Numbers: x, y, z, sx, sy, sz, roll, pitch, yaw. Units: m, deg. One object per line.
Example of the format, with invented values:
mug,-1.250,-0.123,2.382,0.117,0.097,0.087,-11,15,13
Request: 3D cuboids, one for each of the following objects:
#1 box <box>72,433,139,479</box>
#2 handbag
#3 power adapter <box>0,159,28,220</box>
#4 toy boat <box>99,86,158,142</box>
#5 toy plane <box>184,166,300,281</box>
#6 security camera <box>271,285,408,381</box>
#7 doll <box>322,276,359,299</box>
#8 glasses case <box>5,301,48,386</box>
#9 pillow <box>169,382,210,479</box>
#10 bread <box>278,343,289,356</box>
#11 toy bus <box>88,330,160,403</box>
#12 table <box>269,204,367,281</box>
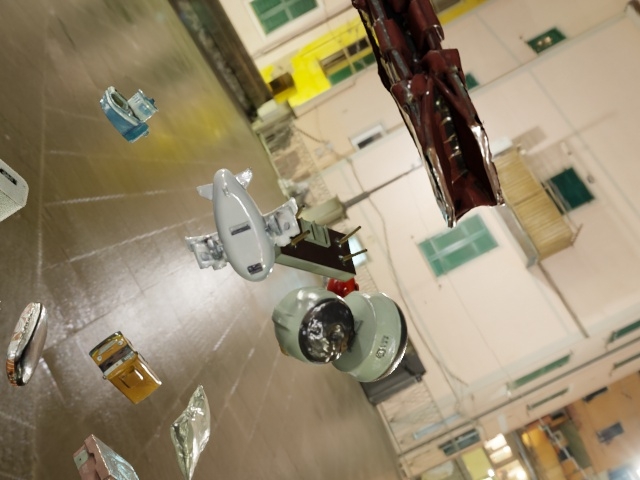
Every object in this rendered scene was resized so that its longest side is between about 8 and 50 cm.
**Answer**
box,-0.656,0.743,1.840,0.215,0.086,0.215,29,-24,49
handbag,0.115,-0.162,0.652,0.275,0.084,0.260,42,29,-64
power adapter,-0.875,-0.101,1.499,0.130,0.205,0.125,55,8,-42
toy boat,-0.424,-0.294,1.325,0.088,0.102,0.215,44,3,-44
toy plane,-0.164,-0.032,1.219,0.245,0.244,0.117,62,-1,-3
security camera,0.029,0.184,1.239,0.277,0.197,0.191,19,1,-32
doll,0.052,0.139,1.613,0.217,0.085,0.183,140,-43,-69
glasses case,-0.746,0.259,1.504,0.267,0.067,0.103,-111,-158,-60
pillow,-0.300,0.450,1.398,0.230,0.050,0.148,-71,160,-80
bread,-0.036,0.271,1.870,0.139,0.240,0.240,29,-2,11
toy bus,-0.492,0.327,1.494,0.114,0.098,0.201,42,-21,28
table,0.000,0.000,1.385,0.240,0.111,0.122,17,48,-40
